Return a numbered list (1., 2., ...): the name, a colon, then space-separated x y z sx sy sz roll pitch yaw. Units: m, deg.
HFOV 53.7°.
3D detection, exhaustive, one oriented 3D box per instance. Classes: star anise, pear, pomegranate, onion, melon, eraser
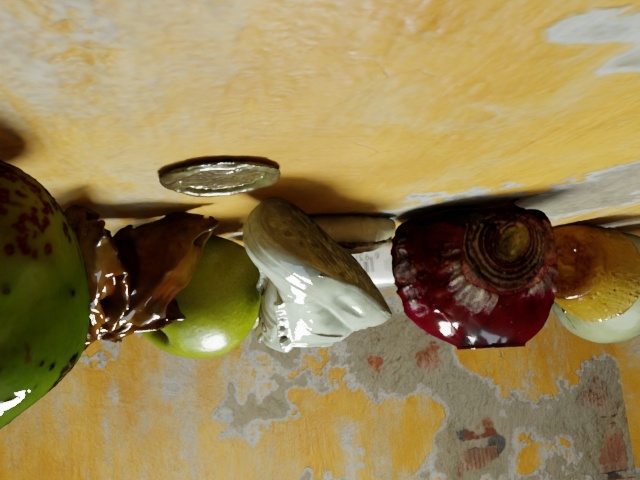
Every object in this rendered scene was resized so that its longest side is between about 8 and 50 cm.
1. star anise: -0.282 0.039 0.687 0.345 0.148 0.237 -3 150 -3
2. pear: -0.156 0.057 0.871 0.180 0.216 0.166 17 142 27
3. pomegranate: -0.282 0.024 0.463 0.214 0.214 0.248 -1 -151 -34
4. onion: 0.212 0.060 0.934 0.206 0.206 0.216 -5 171 -9
5. melon: 0.664 0.106 1.463 0.271 0.272 0.308 -4 144 -17
6. eraser: 0.138 0.051 1.265 0.396 0.082 0.213 -7 173 5

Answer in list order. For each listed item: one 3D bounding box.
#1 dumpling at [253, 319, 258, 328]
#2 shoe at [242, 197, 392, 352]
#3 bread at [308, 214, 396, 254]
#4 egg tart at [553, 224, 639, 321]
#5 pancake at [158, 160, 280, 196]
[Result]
1. dumpling: -0.175 0.132 1.500 0.179 0.132 0.252 -30 -162 -37
2. shoe: -0.034 0.068 0.782 0.159 0.124 0.316 -38 145 13
3. bread: 0.020 -0.007 0.872 0.214 0.053 0.073 -1 167 -32
4. egg tart: 0.517 0.058 1.259 0.147 0.203 0.202 13 161 -41
5. pancake: -0.090 -0.057 0.578 0.114 0.011 0.115 -8 172 -1
